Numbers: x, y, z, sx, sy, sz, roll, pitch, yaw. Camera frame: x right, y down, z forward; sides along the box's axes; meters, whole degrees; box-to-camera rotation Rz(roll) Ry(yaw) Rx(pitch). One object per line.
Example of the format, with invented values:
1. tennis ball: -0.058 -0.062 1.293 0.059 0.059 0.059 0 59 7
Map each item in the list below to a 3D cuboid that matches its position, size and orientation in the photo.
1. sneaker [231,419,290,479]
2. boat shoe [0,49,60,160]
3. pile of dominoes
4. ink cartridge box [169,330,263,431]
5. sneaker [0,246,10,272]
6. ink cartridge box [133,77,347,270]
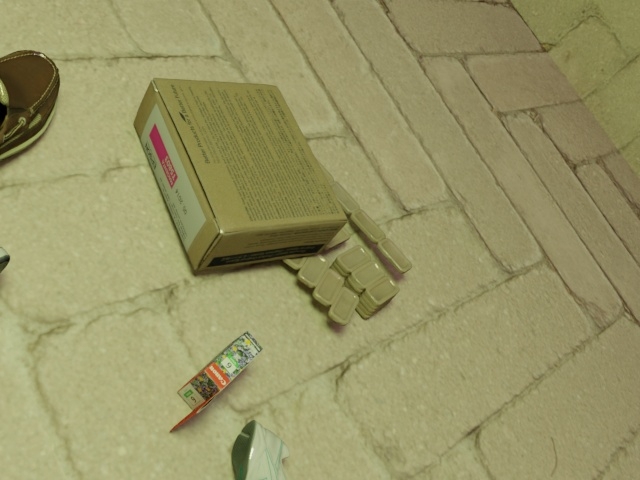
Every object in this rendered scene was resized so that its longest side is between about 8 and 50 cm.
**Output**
1. sneaker: -0.062 0.257 0.708 0.061 0.054 0.152 33 42 -21
2. boat shoe: -0.340 -0.135 0.734 0.095 0.095 0.257 34 42 -16
3. pile of dominoes: 0.000 0.000 0.992 0.251 0.040 0.196 48 41 13
4. ink cartridge box: -0.115 0.145 0.739 0.029 0.063 0.115 50 40 0
5. sneaker: -0.393 0.004 0.588 0.226 0.086 0.163 -29 83 -48
6. ink cartridge box: -0.103 -0.088 0.894 0.193 0.088 0.234 -7 60 -38
